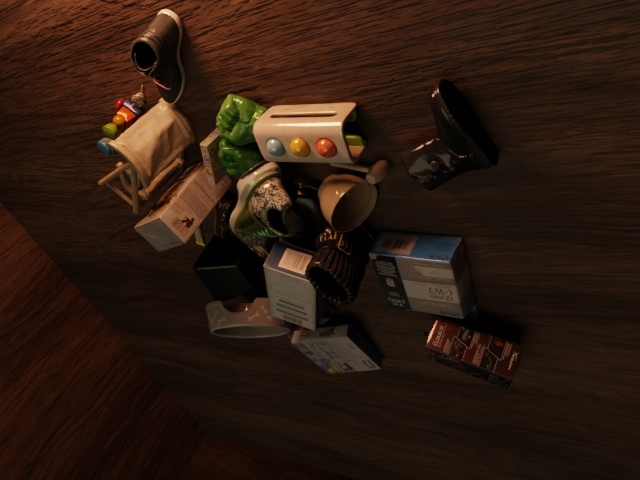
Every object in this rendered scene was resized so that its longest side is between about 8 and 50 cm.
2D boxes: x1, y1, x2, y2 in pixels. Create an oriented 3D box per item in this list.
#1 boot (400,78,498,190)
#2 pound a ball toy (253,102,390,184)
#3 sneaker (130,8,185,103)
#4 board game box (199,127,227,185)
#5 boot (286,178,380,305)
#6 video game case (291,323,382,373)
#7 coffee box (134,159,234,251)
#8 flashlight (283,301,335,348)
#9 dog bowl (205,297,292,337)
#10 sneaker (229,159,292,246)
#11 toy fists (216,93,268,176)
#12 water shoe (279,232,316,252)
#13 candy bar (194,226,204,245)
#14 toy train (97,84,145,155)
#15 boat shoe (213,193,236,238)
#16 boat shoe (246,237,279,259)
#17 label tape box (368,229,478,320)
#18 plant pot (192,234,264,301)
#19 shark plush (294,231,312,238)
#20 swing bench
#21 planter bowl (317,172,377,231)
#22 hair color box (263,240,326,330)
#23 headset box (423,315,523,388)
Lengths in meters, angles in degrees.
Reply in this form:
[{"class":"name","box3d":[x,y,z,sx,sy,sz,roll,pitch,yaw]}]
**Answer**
[{"class":"boot","box3d":[0.265,-0.231,1.303,0.207,0.094,0.246,-19,125,43]},{"class":"pound a ball toy","box3d":[0.000,-0.235,1.466,0.319,0.135,0.208,8,136,32]},{"class":"sneaker","box3d":[-0.450,-0.469,1.533,0.105,0.147,0.295,27,144,6]},{"class":"board game box","box3d":[-0.313,-0.257,1.702,0.026,0.103,0.154,19,141,19]},{"class":"boot","box3d":[0.002,-0.001,1.618,0.348,0.260,0.131,36,143,-2]},{"class":"video game case","box3d":[0.065,0.414,2.119,0.244,0.061,0.269,-14,136,30]},{"class":"coffee box","box3d":[-0.429,-0.118,1.781,0.168,0.297,0.119,-14,126,44]},{"class":"flashlight","box3d":[-0.054,0.323,2.156,0.103,0.103,0.304,37,145,0]},{"class":"dog bowl","box3d":[-0.266,0.302,2.136,0.349,0.102,0.349,-1,161,0]},{"class":"sneaker","box3d":[-0.167,-0.060,1.700,0.182,0.158,0.410,54,158,19]},{"class":"toy fists","box3d":[-0.230,-0.290,1.611,0.142,0.096,0.279,25,144,14]},{"class":"water shoe","box3d":[-0.027,0.008,1.761,0.203,0.080,0.073,19,-177,7]},{"class":"candy bar","box3d":[-0.469,-0.039,2.134,0.040,0.018,0.161,20,142,17]},{"class":"toy train","box3d":[-0.631,-0.379,1.770,0.105,0.143,0.248,37,143,-5]},{"class":"boat shoe","box3d":[-0.327,-0.075,1.940,0.073,0.073,0.207,25,143,16]},{"class":"boat shoe","box3d":[-0.180,0.029,1.948,0.224,0.080,0.073,34,149,8]},{"class":"label tape box","box3d":[0.314,0.139,1.667,0.249,0.115,0.347,6,133,32]},{"class":"plant pot","box3d":[-0.319,0.097,2.051,0.167,0.188,0.187,-7,128,28]},{"class":"shark plush","box3d":[-0.023,-0.007,1.808,0.161,0.073,0.067,-18,89,52]},{"class":"swing bench","box3d":[-0.528,-0.261,1.735,0.165,0.253,0.255,39,144,-8]},{"class":"planter bowl","box3d":[0.061,-0.119,1.551,0.109,0.162,0.162,44,152,34]},{"class":"hair color box","box3d":[-0.076,0.154,1.816,0.174,0.105,0.347,18,148,11]},{"class":"headset box","box3d":[0.455,0.343,1.730,0.293,0.110,0.218,18,164,20]}]
